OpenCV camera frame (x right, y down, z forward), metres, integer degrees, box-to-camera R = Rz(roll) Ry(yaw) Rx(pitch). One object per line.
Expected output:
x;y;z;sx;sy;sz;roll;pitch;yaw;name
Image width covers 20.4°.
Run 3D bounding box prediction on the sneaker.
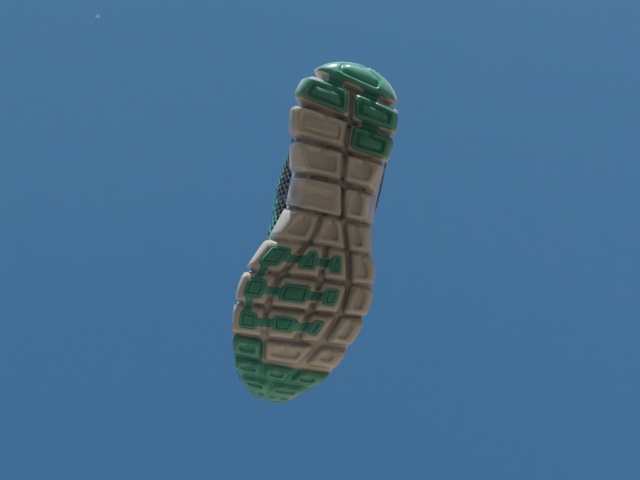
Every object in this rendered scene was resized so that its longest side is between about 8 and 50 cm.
0.000;0.000;0.870;0.065;0.076;0.166;18;-99;1;sneaker
